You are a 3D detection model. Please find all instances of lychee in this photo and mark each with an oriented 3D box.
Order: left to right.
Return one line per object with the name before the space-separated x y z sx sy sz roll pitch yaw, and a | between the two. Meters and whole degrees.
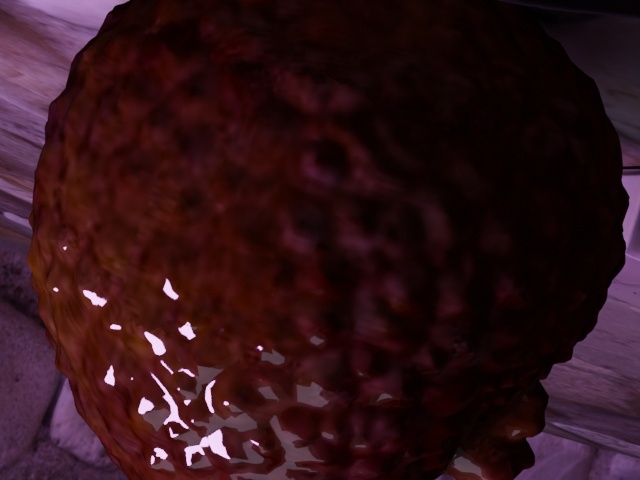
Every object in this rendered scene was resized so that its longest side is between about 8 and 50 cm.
lychee | 0.000 0.000 0.760 0.260 0.261 0.260 18 172 3

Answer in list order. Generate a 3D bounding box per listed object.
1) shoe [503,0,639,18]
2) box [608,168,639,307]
shoe | 0.092 -0.099 0.587 0.179 0.049 0.071 3 -167 -27
box | 0.190 0.005 1.026 0.130 0.051 0.129 23 171 -25
